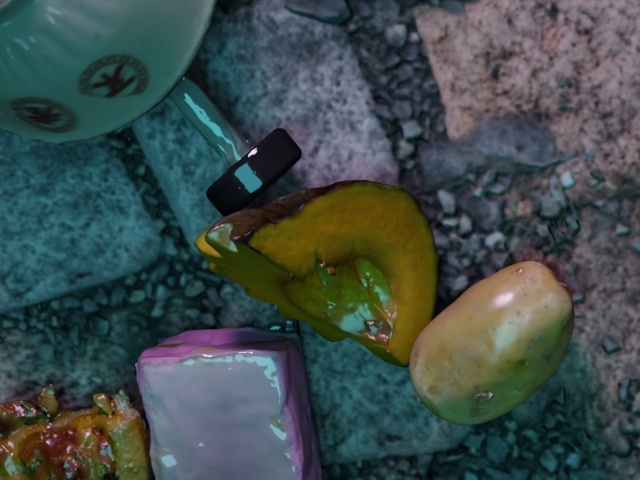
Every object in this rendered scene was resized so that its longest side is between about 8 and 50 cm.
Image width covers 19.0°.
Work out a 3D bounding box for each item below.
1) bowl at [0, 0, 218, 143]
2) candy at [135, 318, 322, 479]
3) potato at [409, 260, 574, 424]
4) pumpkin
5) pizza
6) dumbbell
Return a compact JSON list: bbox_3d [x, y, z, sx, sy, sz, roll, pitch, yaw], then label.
[{"bbox_3d":[-0.268,-0.260,1.715,0.337,0.157,0.337,-1,87,27],"label":"bowl"},{"bbox_3d":[-0.081,0.218,1.884,0.155,0.116,0.265,-6,105,10],"label":"candy"},{"bbox_3d":[0.164,0.100,1.804,0.178,0.118,0.109,-42,50,13],"label":"potato"},{"bbox_3d":[0.000,0.000,1.818,0.254,0.130,0.149,36,77,-35],"label":"pumpkin"},{"bbox_3d":[-0.279,0.252,1.927,0.229,0.081,0.289,35,124,15],"label":"pizza"},{"bbox_3d":[-0.113,-0.122,1.807,0.100,0.100,0.191,-39,94,17],"label":"dumbbell"}]
